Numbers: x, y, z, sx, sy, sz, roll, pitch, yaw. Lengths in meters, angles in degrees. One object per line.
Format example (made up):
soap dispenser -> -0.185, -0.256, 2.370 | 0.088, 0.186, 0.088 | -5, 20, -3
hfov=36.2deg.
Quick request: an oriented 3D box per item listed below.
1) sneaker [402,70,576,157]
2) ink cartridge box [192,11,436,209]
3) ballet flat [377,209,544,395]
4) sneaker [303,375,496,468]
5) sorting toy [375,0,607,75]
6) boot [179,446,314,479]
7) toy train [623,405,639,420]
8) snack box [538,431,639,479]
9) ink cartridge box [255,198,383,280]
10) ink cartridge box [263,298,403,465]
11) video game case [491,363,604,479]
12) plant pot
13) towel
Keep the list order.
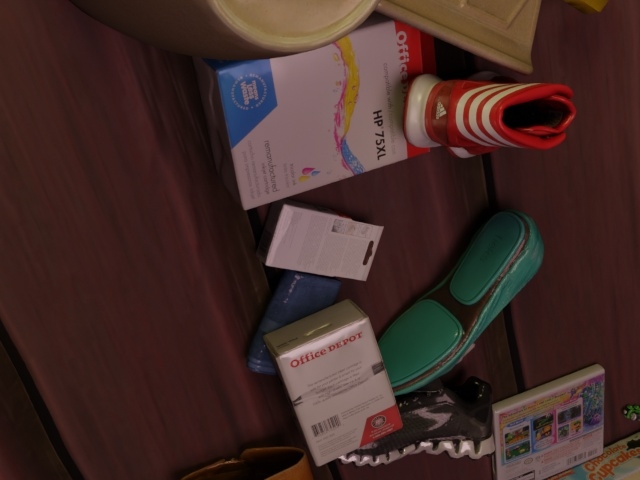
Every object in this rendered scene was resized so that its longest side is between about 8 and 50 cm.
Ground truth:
sneaker -> 0.176, -0.105, 0.877 | 0.221, 0.128, 0.087 | -18, 116, -54
ink cartridge box -> 0.015, -0.131, 0.867 | 0.231, 0.078, 0.134 | -19, 123, -16
ballet flat -> 0.153, 0.078, 1.043 | 0.247, 0.083, 0.087 | -51, 139, 9
sneaker -> 0.091, 0.187, 1.076 | 0.234, 0.078, 0.106 | 2, 103, -21
sorting toy -> 0.153, -0.262, 0.836 | 0.307, 0.041, 0.229 | 12, 85, -40
boot -> -0.010, 0.315, 1.077 | 0.295, 0.104, 0.211 | -8, 119, -16
toy train -> 0.432, 0.229, 1.283 | 0.083, 0.023, 0.017 | 7, 113, -28
snack box -> 0.444, 0.344, 1.327 | 0.322, 0.060, 0.187 | -19, 122, -15
ink cartridge box -> 0.000, 0.000, 0.956 | 0.115, 0.029, 0.062 | 11, 104, -30
ink cartridge box -> 0.013, 0.140, 0.974 | 0.099, 0.056, 0.135 | -22, 113, -11
video game case -> 0.284, 0.237, 1.223 | 0.157, 0.019, 0.143 | -18, 122, -15
plant pot -> -0.064, -0.226, 0.661 | 0.257, 0.274, 0.256 | -10, 120, -19
towel -> -0.029, 0.082, 0.989 | 0.067, 0.029, 0.119 | 14, 110, -29
